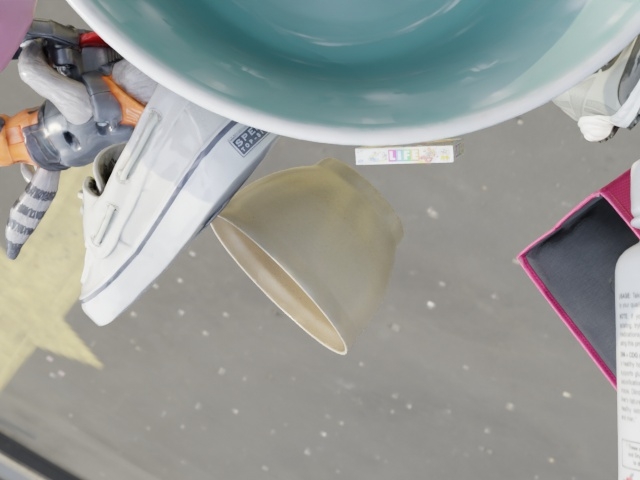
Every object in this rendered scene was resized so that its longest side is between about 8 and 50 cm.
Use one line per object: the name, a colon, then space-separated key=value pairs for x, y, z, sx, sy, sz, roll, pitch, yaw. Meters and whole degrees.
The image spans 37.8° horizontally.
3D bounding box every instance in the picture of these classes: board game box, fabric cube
board game box: x=0.143 y=-0.141 z=1.479 sx=0.154 sy=0.103 sz=0.026 roll=0 pitch=103 yaw=18
fabric cube: x=0.428 y=0.018 z=1.039 sx=0.254 sy=0.258 sz=0.259 roll=55 pitch=164 yaw=9

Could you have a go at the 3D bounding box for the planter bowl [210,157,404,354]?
planter bowl: x=0.000 y=0.000 z=0.782 sx=0.162 sy=0.109 sz=0.162 roll=42 pitch=168 yaw=12

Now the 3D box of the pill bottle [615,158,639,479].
pill bottle: x=0.299 y=0.081 z=0.683 sx=0.160 sy=0.283 sz=0.160 roll=0 pitch=175 yaw=0

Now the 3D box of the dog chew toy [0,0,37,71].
dog chew toy: x=-0.265 y=-0.073 z=0.439 sx=0.206 sy=0.332 sz=0.206 roll=25 pitch=-167 yaw=-6

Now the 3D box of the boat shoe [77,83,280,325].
boat shoe: x=-0.124 y=-0.026 z=0.650 sx=0.088 sy=0.096 sz=0.267 roll=43 pitch=143 yaw=-4

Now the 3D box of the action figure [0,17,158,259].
action figure: x=-0.260 y=-0.124 z=1.083 sx=0.330 sy=0.179 sz=0.341 roll=-29 pitch=164 yaw=30

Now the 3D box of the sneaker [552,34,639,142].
sneaker: x=0.289 y=-0.172 z=0.951 sx=0.108 sy=0.100 sz=0.271 roll=35 pitch=175 yaw=2

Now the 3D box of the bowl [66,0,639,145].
bowl: x=0.016 y=-0.194 z=0.447 sx=0.311 sy=0.312 sz=0.163 roll=30 pitch=180 yaw=-3
